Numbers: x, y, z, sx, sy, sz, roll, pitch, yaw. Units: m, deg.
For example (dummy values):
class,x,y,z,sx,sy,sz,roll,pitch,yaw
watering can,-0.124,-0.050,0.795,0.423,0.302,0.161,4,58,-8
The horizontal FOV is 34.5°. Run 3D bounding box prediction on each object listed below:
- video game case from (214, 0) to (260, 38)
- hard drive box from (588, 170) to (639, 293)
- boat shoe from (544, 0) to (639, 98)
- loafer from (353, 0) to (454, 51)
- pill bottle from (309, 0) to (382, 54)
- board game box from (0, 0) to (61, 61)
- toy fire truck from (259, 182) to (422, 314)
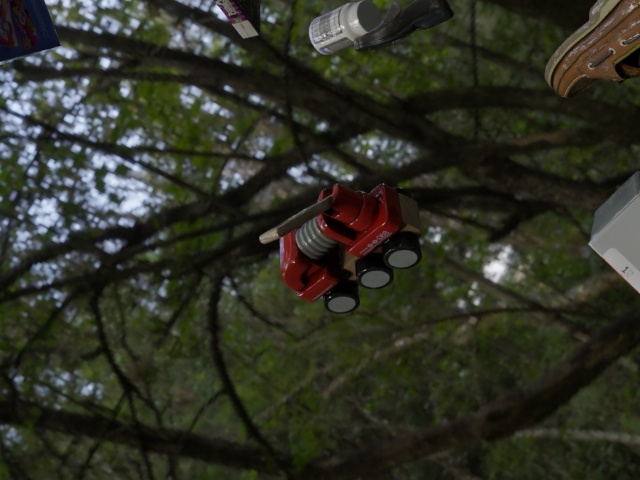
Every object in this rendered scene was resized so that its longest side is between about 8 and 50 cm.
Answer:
class,x,y,z,sx,sy,sz,roll,pitch,yaw
video game case,-0.166,-0.518,1.862,0.210,0.042,0.232,45,-141,-58
hard drive box,0.438,0.014,1.306,0.089,0.181,0.232,-46,-5,19
boat shoe,0.417,-0.271,1.479,0.111,0.104,0.307,-33,-12,-17
loafer,0.127,-0.356,1.670,0.170,0.061,0.062,-23,5,-2
pill bottle,0.049,-0.411,1.986,0.137,0.078,0.078,-10,39,49
board game box,-0.517,-0.420,1.477,0.233,0.078,0.347,-51,-55,-68
toy fire truck,0.000,0.000,1.512,0.217,0.246,0.158,-39,40,37
